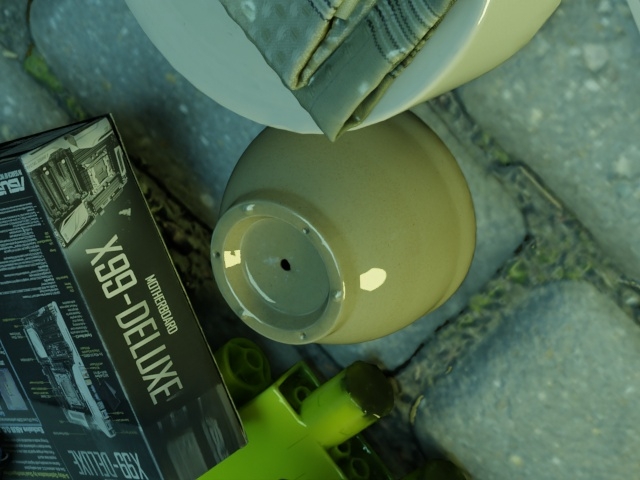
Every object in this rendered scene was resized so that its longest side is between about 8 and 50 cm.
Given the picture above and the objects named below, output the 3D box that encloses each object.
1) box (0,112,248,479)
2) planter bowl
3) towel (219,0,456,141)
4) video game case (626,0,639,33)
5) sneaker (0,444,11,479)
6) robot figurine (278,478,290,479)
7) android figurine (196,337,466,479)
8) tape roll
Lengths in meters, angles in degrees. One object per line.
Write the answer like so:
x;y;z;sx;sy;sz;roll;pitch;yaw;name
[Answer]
-0.208;0.054;1.161;0.307;0.076;0.242;-9;108;51;box
0.000;0.000;1.016;0.162;0.109;0.162;16;123;27;planter bowl
-0.016;-0.251;0.787;0.324;0.056;0.312;49;130;11;towel
0.271;-0.096;0.835;0.204;0.025;0.285;-16;104;39;video game case
-0.298;0.195;1.194;0.147;0.130;0.330;13;124;49;sneaker
0.017;0.268;1.024;0.291;0.211;0.085;16;166;-19;robot figurine
-0.021;0.193;1.167;0.248;0.056;0.273;50;130;1;android figurine
0.005;-0.206;0.892;0.286;0.100;0.286;15;116;33;tape roll
